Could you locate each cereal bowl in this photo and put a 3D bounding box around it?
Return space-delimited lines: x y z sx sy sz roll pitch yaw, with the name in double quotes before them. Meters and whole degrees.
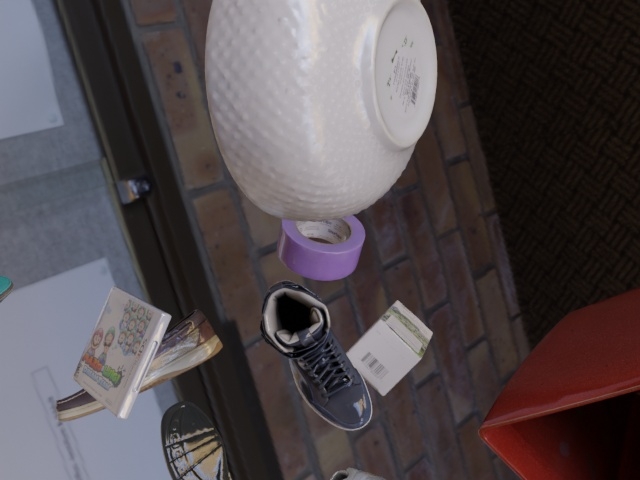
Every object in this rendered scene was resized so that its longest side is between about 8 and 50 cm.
"cereal bowl" 0.033 -0.185 0.817 0.141 0.339 0.339 6 112 32

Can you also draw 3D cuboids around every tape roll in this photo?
"tape roll" 0.000 0.000 1.661 0.189 0.189 0.080 36 132 28

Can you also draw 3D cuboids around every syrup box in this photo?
"syrup box" 0.124 0.182 1.306 0.093 0.237 0.096 44 100 7

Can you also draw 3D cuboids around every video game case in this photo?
"video game case" -0.270 0.145 0.999 0.157 0.019 0.143 16 81 50

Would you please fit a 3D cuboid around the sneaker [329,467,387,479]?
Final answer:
"sneaker" 0.068 0.445 1.288 0.121 0.099 0.262 31 150 10

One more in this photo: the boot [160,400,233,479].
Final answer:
"boot" -0.184 0.366 1.106 0.236 0.085 0.178 62 152 12

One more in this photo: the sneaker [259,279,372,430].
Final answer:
"sneaker" -0.003 0.151 0.940 0.226 0.086 0.163 57 173 2

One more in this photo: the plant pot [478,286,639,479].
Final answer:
"plant pot" 0.403 0.203 0.913 0.267 0.236 0.267 46 137 -12

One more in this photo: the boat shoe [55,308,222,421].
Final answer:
"boat shoe" -0.305 0.204 1.229 0.092 0.285 0.103 65 163 1

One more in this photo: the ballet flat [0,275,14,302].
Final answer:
"ballet flat" -0.644 0.130 1.319 0.072 0.213 0.068 30 127 22
